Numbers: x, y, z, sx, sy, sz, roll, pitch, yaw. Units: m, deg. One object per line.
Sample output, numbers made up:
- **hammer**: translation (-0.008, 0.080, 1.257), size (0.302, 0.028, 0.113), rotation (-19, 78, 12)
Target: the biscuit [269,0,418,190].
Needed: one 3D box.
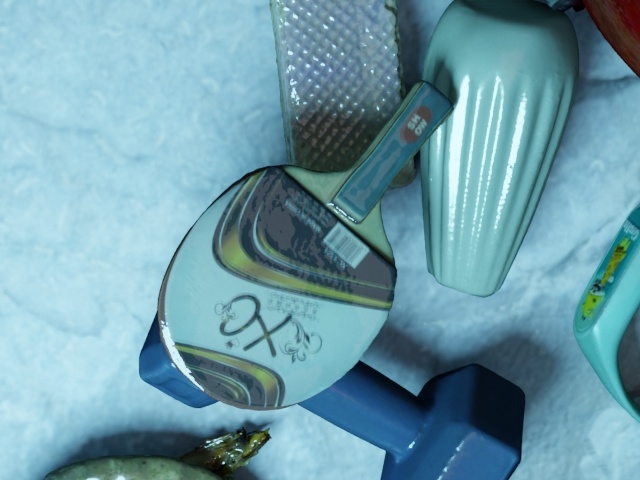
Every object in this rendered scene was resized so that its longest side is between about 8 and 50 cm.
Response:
- **biscuit**: translation (0.016, -0.155, 1.362), size (0.108, 0.062, 0.239), rotation (-8, 106, -7)

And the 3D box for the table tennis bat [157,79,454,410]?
- **table tennis bat**: translation (0.000, 0.000, 1.289), size (0.173, 0.022, 0.301), rotation (41, 87, -13)

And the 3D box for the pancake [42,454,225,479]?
- **pancake**: translation (-0.168, 0.317, 1.443), size (0.286, 0.033, 0.288), rotation (25, 106, -24)

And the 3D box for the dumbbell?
- **dumbbell**: translation (0.014, 0.124, 1.388), size (0.324, 0.144, 0.160), rotation (31, 99, -14)

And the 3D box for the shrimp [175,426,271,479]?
- **shrimp**: translation (-0.105, 0.242, 1.460), size (0.178, 0.034, 0.124), rotation (-28, 108, 2)

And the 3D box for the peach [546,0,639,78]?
- **peach**: translation (0.361, -0.236, 1.219), size (0.416, 0.353, 0.339), rotation (31, 101, -21)

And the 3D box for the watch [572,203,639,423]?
- **watch**: translation (0.337, 0.057, 1.451), size (0.195, 0.068, 0.237), rotation (24, 101, -13)

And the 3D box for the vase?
- **vase**: translation (0.140, -0.076, 1.368), size (0.128, 0.128, 0.248), rotation (5, 111, -8)
